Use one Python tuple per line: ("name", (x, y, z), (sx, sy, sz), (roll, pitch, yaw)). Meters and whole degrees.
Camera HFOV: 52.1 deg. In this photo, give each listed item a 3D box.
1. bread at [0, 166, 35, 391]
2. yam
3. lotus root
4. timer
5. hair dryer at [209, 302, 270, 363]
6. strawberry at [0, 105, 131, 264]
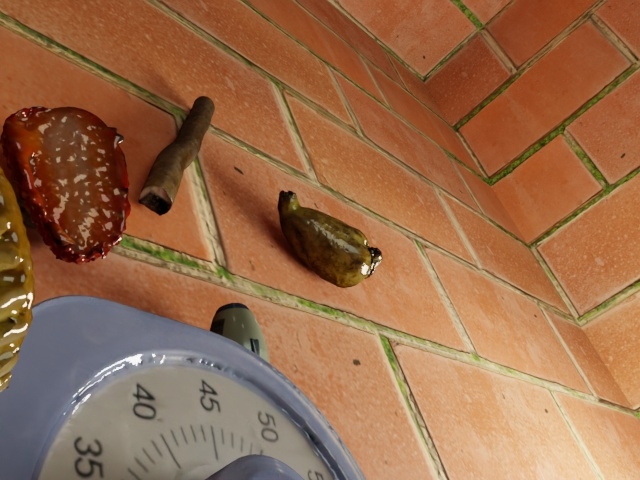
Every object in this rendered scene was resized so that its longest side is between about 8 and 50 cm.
("bread", (-0.262, 0.031, 0.306), (0.227, 0.253, 0.142), (50, 27, 8))
("yam", (-0.194, -0.131, 0.917), (0.045, 0.045, 0.327), (12, 31, -5))
("lotus root", (0.000, 0.000, 1.008), (0.190, 0.094, 0.108), (34, 4, -14))
("timer", (-0.071, 0.232, 0.439), (0.395, 0.173, 0.395), (38, 25, -22))
("hair dryer", (-0.121, 0.146, 0.638), (0.199, 0.067, 0.167), (-2, 60, -47))
("strawberry", (-0.259, -0.052, 0.660), (0.121, 0.082, 0.188), (3, 58, -33))
